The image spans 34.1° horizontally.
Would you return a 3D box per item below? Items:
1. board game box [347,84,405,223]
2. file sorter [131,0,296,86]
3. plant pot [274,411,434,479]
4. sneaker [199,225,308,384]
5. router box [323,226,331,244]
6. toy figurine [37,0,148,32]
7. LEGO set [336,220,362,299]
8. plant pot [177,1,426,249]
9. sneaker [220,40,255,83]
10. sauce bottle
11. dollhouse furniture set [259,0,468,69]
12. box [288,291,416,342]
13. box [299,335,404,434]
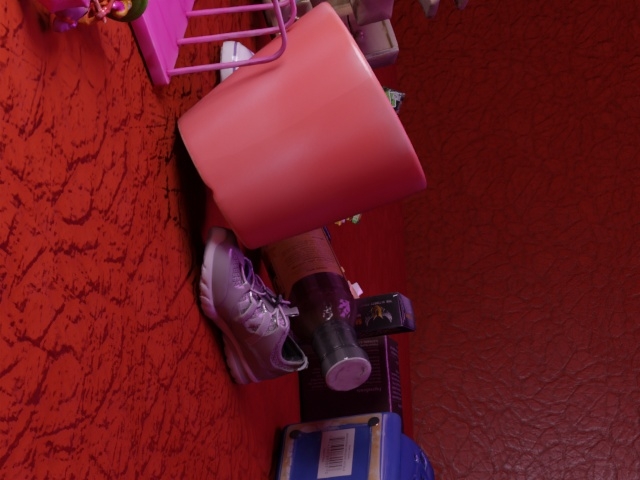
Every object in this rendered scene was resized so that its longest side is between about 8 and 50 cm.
[{"bbox_3d":[0.052,-0.175,1.964,0.260,0.136,0.030,-71,164,9],"label":"board game box"},{"bbox_3d":[-0.124,-0.365,1.287,0.291,0.182,0.202,-84,165,-46],"label":"file sorter"},{"bbox_3d":[0.047,0.412,1.676,0.236,0.236,0.212,-82,157,-49],"label":"plant pot"},{"bbox_3d":[-0.088,0.083,1.421,0.281,0.115,0.105,73,16,-45],"label":"sneaker"},{"bbox_3d":[-0.008,0.008,2.073,0.122,0.038,0.092,62,26,-63],"label":"router box"},{"bbox_3d":[-0.225,-0.255,0.992,0.159,0.130,0.173,-60,170,-49],"label":"toy figurine"},{"bbox_3d":[0.000,0.000,1.928,0.107,0.132,0.287,-35,125,-68],"label":"LEGO set"},{"bbox_3d":[-0.033,-0.129,1.344,0.275,0.243,0.275,62,2,-5],"label":"plant pot"},{"bbox_3d":[-0.055,-0.227,1.637,0.282,0.161,0.102,58,30,-64],"label":"sneaker"},{"bbox_3d":[-0.011,0.078,1.572,0.344,0.111,0.111,-114,-174,-47],"label":"sauce bottle"},{"bbox_3d":[0.055,-0.491,1.875,0.394,0.362,0.256,110,-37,-75],"label":"dollhouse furniture set"},{"bbox_3d":[0.031,0.135,1.711,0.183,0.231,0.056,36,46,-77],"label":"box"},{"bbox_3d":[0.060,0.285,1.948,0.168,0.167,0.203,45,41,-74],"label":"box"}]
